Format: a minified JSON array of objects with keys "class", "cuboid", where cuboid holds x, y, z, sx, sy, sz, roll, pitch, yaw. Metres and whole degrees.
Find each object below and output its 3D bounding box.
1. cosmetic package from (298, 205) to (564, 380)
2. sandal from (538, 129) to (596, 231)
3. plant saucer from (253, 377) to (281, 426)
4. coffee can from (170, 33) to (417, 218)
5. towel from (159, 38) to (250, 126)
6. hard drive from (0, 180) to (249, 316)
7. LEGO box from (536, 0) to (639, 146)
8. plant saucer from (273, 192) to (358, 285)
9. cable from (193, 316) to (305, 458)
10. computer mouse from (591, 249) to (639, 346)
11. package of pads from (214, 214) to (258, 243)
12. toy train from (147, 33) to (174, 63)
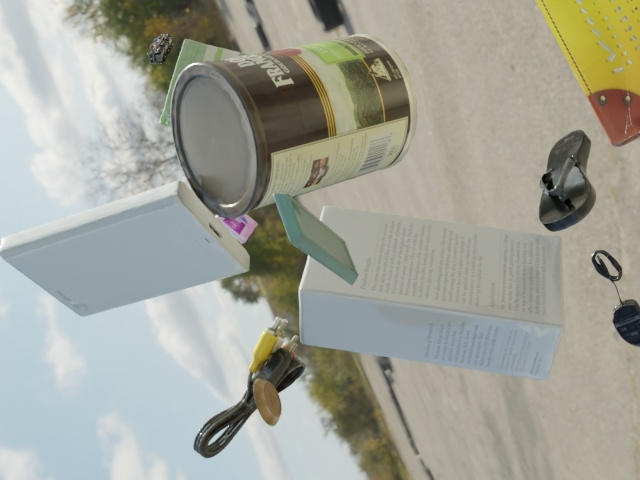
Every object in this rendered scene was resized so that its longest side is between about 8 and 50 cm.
[{"class":"cosmetic package","cuboid":[0.203,0.093,1.508,0.230,0.453,0.161,-74,-11,-45]},{"class":"sandal","cuboid":[0.393,-0.103,1.340,0.054,0.097,0.254,42,-144,-19]},{"class":"plant saucer","cuboid":[-0.085,0.268,1.368,0.083,0.015,0.083,58,-161,-33]},{"class":"coffee can","cuboid":[-0.035,-0.162,1.115,0.201,0.275,0.201,26,126,43]},{"class":"towel","cuboid":[-0.146,-0.289,1.686,0.038,0.325,0.248,112,169,-53]},{"class":"hard drive","cuboid":[-0.289,0.021,1.225,0.203,0.307,0.040,52,-151,-47]},{"class":"LEGO box","cuboid":[0.349,-0.383,0.786,0.500,0.372,0.193,65,149,8]},{"class":"plant saucer","cuboid":[0.000,0.000,0.980,0.192,0.018,0.067,39,-153,-61]},{"class":"cable","cuboid":[-0.129,0.280,1.523,0.072,0.287,0.139,33,168,35]},{"class":"computer mouse","cuboid":[0.697,0.132,1.897,0.041,0.071,0.242,-8,-105,-52]},{"class":"package of pads","cuboid":[-0.171,-0.038,1.642,0.083,0.050,0.032,41,157,-21]},{"class":"toy train","cuboid":[-0.294,-0.351,1.498,0.158,0.036,0.027,-95,-4,-64]}]
